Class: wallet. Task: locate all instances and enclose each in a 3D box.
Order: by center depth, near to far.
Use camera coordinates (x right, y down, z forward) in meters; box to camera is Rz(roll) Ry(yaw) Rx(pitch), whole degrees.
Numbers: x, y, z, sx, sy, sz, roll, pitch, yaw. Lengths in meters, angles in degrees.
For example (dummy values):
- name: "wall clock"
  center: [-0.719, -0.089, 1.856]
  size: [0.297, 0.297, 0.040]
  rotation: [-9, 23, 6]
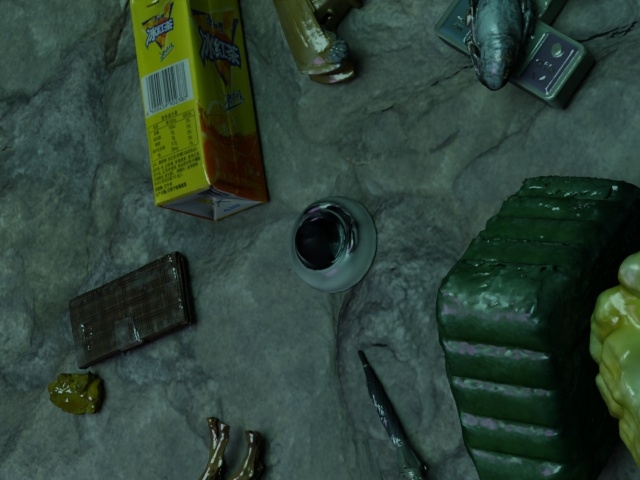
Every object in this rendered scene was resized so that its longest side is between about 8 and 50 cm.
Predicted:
- name: "wallet"
  center: [-0.296, 0.110, 2.110]
  size: [0.230, 0.042, 0.124]
  rotation: [-23, 67, 27]

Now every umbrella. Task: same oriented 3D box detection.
- name: "umbrella"
  center: [0.105, 0.261, 1.830]
  size: [0.044, 0.044, 0.269]
  rotation: [-56, 44, 43]

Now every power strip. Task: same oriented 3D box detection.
- name: "power strip"
  center: [0.272, -0.280, 1.803]
  size: [0.215, 0.061, 0.145]
  rotation: [38, 96, 32]

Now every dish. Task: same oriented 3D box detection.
- name: "dish"
  center: [0.000, 0.000, 1.913]
  size: [0.141, 0.078, 0.141]
  rotation: [-7, 77, 32]

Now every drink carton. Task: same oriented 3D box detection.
- name: "drink carton"
  center: [-0.182, -0.218, 2.026]
  size: [0.111, 0.154, 0.351]
  rotation: [-18, 72, 29]

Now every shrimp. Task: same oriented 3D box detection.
- name: "shrimp"
  center: [0.232, -0.304, 1.756]
  size: [0.090, 0.079, 0.233]
  rotation: [5, 74, -5]

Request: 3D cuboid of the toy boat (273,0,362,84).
- name: "toy boat"
  center: [-0.013, -0.376, 1.985]
  size: [0.121, 0.089, 0.321]
  rotation: [-26, 66, 21]

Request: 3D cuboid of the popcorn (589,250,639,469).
- name: "popcorn"
  center: [0.456, 0.126, 1.457]
  size: [0.293, 0.292, 0.334]
  rotation: [39, 110, 35]

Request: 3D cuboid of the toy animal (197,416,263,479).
- name: "toy animal"
  center: [-0.179, 0.370, 1.981]
  size: [0.149, 0.054, 0.275]
  rotation: [45, 107, 33]

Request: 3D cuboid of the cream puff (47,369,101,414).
- name: "cream puff"
  center: [-0.382, 0.237, 2.139]
  size: [0.083, 0.083, 0.058]
  rotation: [-45, 16, 31]

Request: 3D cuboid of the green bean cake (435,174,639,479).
- name: "green bean cake"
  center: [0.274, 0.109, 1.618]
  size: [0.169, 0.300, 0.308]
  rotation: [6, 123, 34]
